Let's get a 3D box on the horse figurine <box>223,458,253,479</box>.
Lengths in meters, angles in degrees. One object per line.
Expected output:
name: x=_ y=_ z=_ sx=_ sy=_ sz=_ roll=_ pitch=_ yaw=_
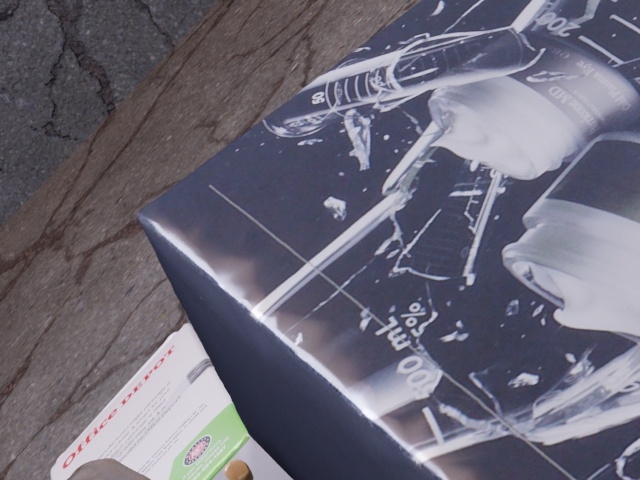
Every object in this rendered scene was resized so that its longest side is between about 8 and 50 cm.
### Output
horse figurine: x=0.064 y=0.184 z=0.707 sx=0.263 sy=0.174 sz=0.066 roll=20 pitch=64 yaw=37

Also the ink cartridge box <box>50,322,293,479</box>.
ink cartridge box: x=-0.118 y=0.213 z=1.161 sx=0.198 sy=0.115 sz=0.273 roll=-47 pitch=21 yaw=0

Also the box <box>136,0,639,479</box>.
box: x=0.159 y=0.032 z=0.562 sx=0.312 sy=0.179 sz=0.343 roll=-39 pitch=49 yaw=-16

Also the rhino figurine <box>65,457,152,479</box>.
rhino figurine: x=-0.101 y=0.243 z=0.965 sx=0.106 sy=0.243 sz=0.073 roll=-63 pitch=-18 yaw=-3
